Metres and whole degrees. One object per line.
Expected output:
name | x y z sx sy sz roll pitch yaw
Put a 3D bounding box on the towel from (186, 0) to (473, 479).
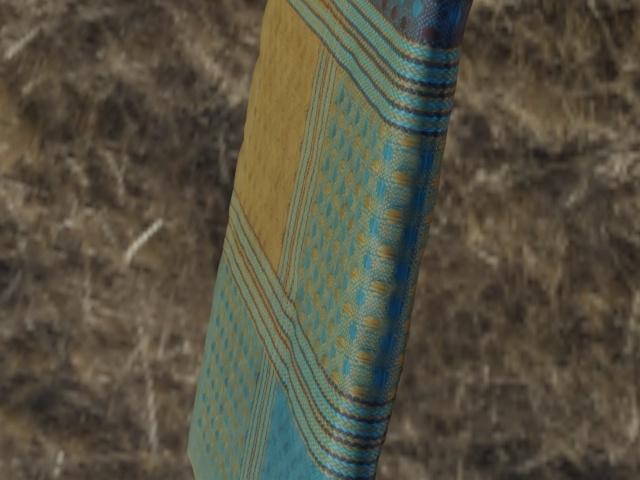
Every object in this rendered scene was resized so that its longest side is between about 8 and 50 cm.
towel | 0.000 0.000 0.817 0.040 0.271 0.370 5 112 -15
